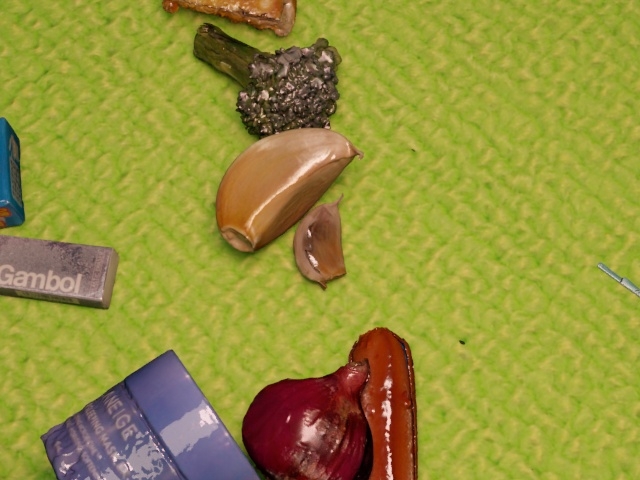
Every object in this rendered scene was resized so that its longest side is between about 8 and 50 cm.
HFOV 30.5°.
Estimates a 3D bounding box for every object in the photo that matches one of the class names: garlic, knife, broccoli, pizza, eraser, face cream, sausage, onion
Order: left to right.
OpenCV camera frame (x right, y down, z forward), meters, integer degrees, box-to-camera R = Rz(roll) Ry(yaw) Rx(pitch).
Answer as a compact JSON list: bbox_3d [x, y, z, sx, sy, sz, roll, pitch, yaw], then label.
[{"bbox_3d":[-0.426,0.047,1.817,0.213,0.046,0.091,6,69,3],"label":"eraser"},{"bbox_3d":[-0.227,0.309,1.604,0.225,0.249,0.249,-35,72,-10],"label":"face cream"},{"bbox_3d":[-0.176,-0.453,1.982,0.226,0.086,0.335,-34,72,-13],"label":"pizza"},{"bbox_3d":[-0.075,-0.287,1.894,0.199,0.177,0.274,-31,58,-5],"label":"broccoli"},{"bbox_3d":[-0.052,-0.084,1.789,0.245,0.145,0.164,-39,28,4],"label":"garlic"},{"bbox_3d":[-0.007,0.248,1.643,0.218,0.140,0.195,-56,36,0],"label":"onion"},{"bbox_3d":[-0.005,0.002,1.823,0.084,0.066,0.152,4,71,-27],"label":"garlic"},{"bbox_3d":[0.094,0.286,1.688,0.102,0.102,0.330,1,68,1],"label":"sausage"},{"bbox_3d":[0.467,0.062,1.815,0.091,0.005,0.014,39,76,14],"label":"knife"}]

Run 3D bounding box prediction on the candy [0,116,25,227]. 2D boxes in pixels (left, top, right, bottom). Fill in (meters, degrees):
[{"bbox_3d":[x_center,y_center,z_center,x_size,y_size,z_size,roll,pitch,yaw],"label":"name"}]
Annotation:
[{"bbox_3d":[-0.630,-0.087,1.846,0.306,0.100,0.157,-8,70,-1],"label":"candy"}]
